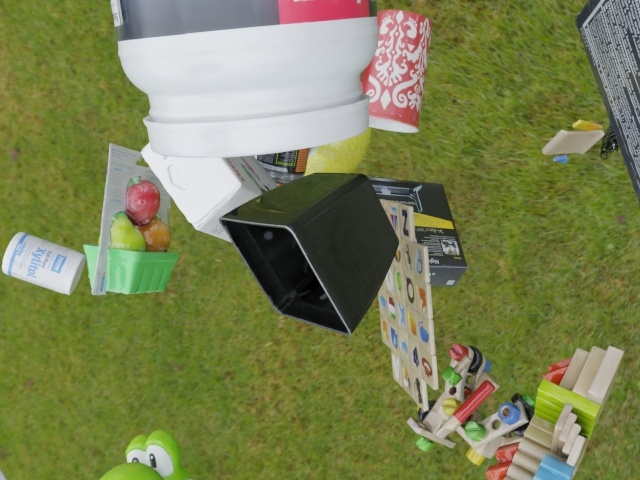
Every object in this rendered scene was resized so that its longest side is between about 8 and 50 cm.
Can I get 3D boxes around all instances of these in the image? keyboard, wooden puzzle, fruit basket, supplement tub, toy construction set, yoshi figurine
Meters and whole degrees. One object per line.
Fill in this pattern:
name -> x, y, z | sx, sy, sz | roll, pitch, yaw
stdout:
keyboard -> 0.562, -0.213, 1.323 | 0.038, 0.192, 0.100 | 19, 92, 9
wooden puzzle -> 0.391, -0.154, 1.074 | 0.116, 0.078, 0.014 | 129, 139, -60
fruit basket -> -0.470, -0.044, 1.739 | 0.165, 0.327, 0.354 | 0, 89, 15
supplement tub -> -0.429, 0.036, 1.077 | 0.107, 0.071, 0.071 | 20, 107, -9
toy construction set -> 0.285, 0.364, 1.394 | 0.237, 0.308, 0.257 | -49, 61, 8
yoshi figurine -> -0.231, 0.458, 0.971 | 0.203, 0.203, 0.363 | -14, 79, -15
supplement tub -> -0.057, -0.208, 0.491 | 0.191, 0.191, 0.273 | 4, 109, 29
supplement tub -> -0.080, -0.207, 1.501 | 0.116, 0.117, 0.191 | 20, 108, 26

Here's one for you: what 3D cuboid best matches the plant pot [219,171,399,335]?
plant pot -> 0.000, 0.000, 1.004 | 0.188, 0.167, 0.188 | 7, 133, 52

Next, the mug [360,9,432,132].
mug -> 0.103, -0.267, 1.078 | 0.113, 0.150, 0.170 | 14, 93, 48

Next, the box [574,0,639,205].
box -> 0.309, -0.071, 0.417 | 0.182, 0.294, 0.297 | -20, 89, 13

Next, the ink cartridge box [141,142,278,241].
ink cartridge box -> -0.177, -0.101, 1.316 | 0.117, 0.278, 0.201 | -43, 68, 9

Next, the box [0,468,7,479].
box -> -0.212, 0.122, 0.326 | 0.186, 0.038, 0.145 | -19, 103, 37

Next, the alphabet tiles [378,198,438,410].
alphabet tiles -> 0.143, 0.103, 1.203 | 0.011, 0.285, 0.343 | -7, 98, -11

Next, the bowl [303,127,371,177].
bowl -> -0.038, -0.268, 1.678 | 0.289, 0.156, 0.290 | 7, 107, 25

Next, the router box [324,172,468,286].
router box -> 0.144, -0.023, 1.519 | 0.081, 0.308, 0.243 | 113, 156, -49

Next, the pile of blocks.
pile of blocks -> 0.307, 0.304, 0.988 | 0.112, 0.149, 0.362 | 22, 83, 28
